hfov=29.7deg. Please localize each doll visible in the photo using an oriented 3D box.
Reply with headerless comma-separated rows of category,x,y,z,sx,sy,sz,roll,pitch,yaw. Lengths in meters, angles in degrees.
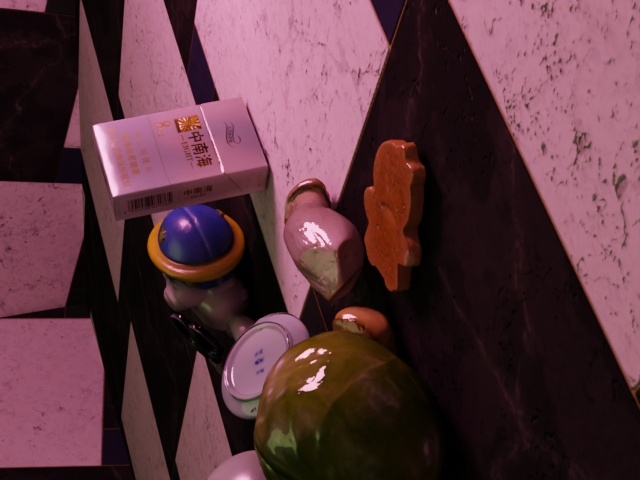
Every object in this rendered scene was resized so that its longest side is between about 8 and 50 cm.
doll,-0.195,0.076,2.050,0.311,0.160,0.242,50,143,41

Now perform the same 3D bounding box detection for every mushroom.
mushroom,0.002,0.000,1.516,0.097,0.088,0.212,53,-178,-27

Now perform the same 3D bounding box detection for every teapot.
teapot,-0.045,0.194,1.697,0.159,0.159,0.232,101,166,-47

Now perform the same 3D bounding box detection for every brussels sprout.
brussels sprout,0.031,0.219,1.342,0.244,0.244,0.244,171,90,-72

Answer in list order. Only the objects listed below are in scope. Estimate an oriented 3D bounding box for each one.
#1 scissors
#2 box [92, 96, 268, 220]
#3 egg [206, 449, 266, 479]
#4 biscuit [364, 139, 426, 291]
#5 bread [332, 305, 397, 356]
scissors,-0.185,0.214,2.140,0.109,0.022,0.300,27,160,30
box,-0.216,-0.128,1.864,0.067,0.243,0.155,96,156,-55
egg,-0.074,0.490,1.745,0.230,0.230,0.370,136,127,-69
biscuit,0.083,-0.032,1.340,0.133,0.027,0.184,-131,37,-60
bread,0.059,0.127,1.442,0.082,0.056,0.115,21,137,39
